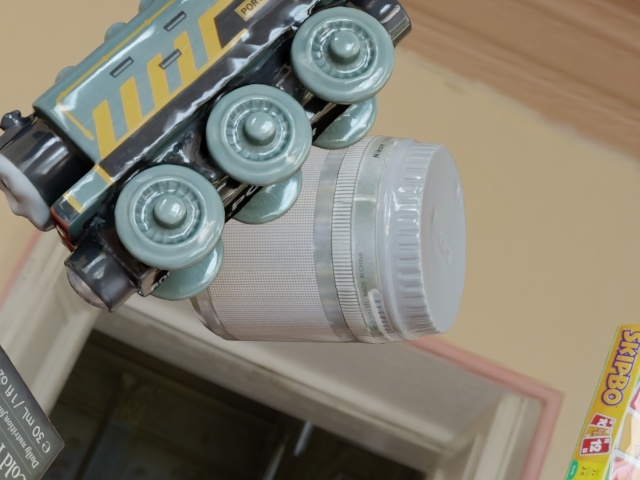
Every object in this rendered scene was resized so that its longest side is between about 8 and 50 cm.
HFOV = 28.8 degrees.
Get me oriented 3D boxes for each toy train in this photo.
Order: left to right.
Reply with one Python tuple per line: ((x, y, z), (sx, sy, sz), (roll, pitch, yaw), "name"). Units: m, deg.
((-0.088, -0.102, 0.941), (0.190, 0.334, 0.142), (44, -14, 8), "toy train")

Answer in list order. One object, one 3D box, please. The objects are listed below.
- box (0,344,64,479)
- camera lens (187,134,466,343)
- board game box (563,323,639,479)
((-0.627, 0.249, 1.483), (0.297, 0.472, 0.480), (5, -45, 31), "box")
((0.000, 0.000, 1.331), (0.274, 0.219, 0.219), (0, -31, 20), "camera lens")
((0.250, 0.180, 0.841), (0.039, 0.124, 0.259), (-1, -38, 42), "board game box")
